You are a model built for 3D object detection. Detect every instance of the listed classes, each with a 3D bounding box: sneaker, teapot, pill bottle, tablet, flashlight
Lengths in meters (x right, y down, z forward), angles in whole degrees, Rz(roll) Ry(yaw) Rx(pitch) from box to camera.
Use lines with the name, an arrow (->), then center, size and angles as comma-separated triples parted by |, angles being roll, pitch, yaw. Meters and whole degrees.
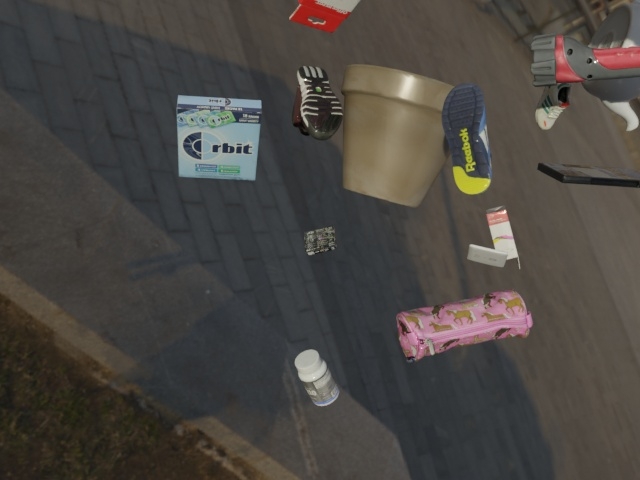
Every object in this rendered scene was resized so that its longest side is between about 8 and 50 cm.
sneaker -> 0.627, -0.361, 1.760 | 0.075, 0.057, 0.161 | -110, -157, -51
sneaker -> -0.016, -0.314, 1.715 | 0.107, 0.162, 0.281 | 5, 46, -13
teapot -> 0.784, -0.452, 1.625 | 0.187, 0.256, 0.252 | 18, 59, -6
pill bottle -> -0.010, 0.346, 1.666 | 0.078, 0.078, 0.137 | -72, 144, -51
sneaker -> 0.183, -0.123, 0.815 | 0.059, 0.053, 0.144 | 19, 67, -66
tablet -> 0.239, 0.023, 0.946 | 0.083, 0.054, 0.006 | 54, 51, -72
flashlight -> 0.561, -0.355, 1.251 | 0.103, 0.304, 0.103 | 4, 86, -65

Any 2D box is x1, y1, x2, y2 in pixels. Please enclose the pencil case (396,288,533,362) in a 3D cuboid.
pencil case -> 0.422, 0.249, 1.949 | 0.160, 0.386, 0.167 | 92, -17, -49

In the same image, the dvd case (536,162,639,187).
dvd case -> 0.698, -0.163, 1.652 | 0.180, 0.253, 0.022 | -94, -172, -73

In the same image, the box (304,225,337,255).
box -> 0.000, 0.000, 1.739 | 0.018, 0.083, 0.067 | 60, 20, -53

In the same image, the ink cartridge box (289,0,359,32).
ink cartridge box -> 0.033, -0.568, 1.424 | 0.134, 0.231, 0.078 | 4, 58, -38

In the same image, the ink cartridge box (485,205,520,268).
ink cartridge box -> 0.588, -0.005, 2.124 | 0.115, 0.067, 0.198 | -36, 111, -74

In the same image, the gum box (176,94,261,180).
gum box -> -0.200, -0.198, 1.295 | 0.184, 0.157, 0.041 | 103, -13, -52

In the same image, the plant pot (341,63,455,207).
plant pot -> 0.178, -0.234, 1.555 | 0.323, 0.323, 0.280 | 7, 100, -58
